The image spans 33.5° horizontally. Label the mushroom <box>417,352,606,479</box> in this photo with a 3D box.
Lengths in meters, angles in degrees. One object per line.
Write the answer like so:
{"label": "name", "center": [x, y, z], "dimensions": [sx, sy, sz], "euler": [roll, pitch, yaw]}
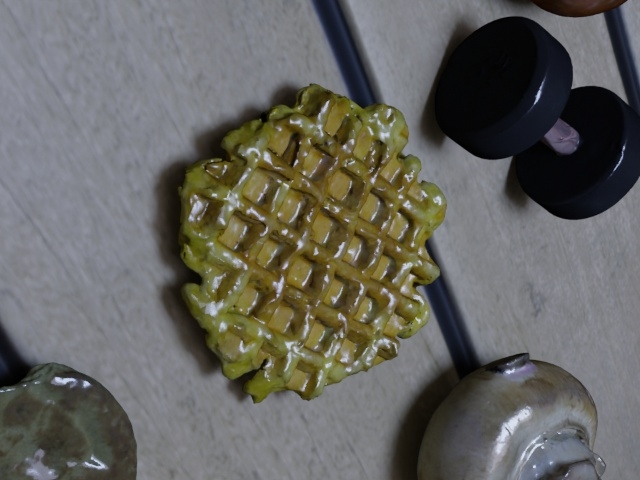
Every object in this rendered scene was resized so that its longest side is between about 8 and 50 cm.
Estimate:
{"label": "mushroom", "center": [0.219, 0.245, 1.192], "dimensions": [0.255, 0.184, 0.254], "euler": [-12, 115, -28]}

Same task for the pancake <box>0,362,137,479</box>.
{"label": "pancake", "center": [-0.261, 0.205, 0.869], "dimensions": [0.236, 0.042, 0.222], "euler": [-34, 121, -28]}

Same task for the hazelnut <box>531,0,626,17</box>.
{"label": "hazelnut", "center": [0.290, -0.344, 1.151], "dimensions": [0.176, 0.214, 0.214], "euler": [3, 95, -10]}

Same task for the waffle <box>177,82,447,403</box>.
{"label": "waffle", "center": [0.000, 0.000, 1.043], "dimensions": [0.325, 0.068, 0.302], "euler": [-26, 113, -37]}

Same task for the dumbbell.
{"label": "dumbbell", "center": [0.245, -0.132, 1.174], "dimensions": [0.218, 0.152, 0.152], "euler": [29, 77, -38]}
